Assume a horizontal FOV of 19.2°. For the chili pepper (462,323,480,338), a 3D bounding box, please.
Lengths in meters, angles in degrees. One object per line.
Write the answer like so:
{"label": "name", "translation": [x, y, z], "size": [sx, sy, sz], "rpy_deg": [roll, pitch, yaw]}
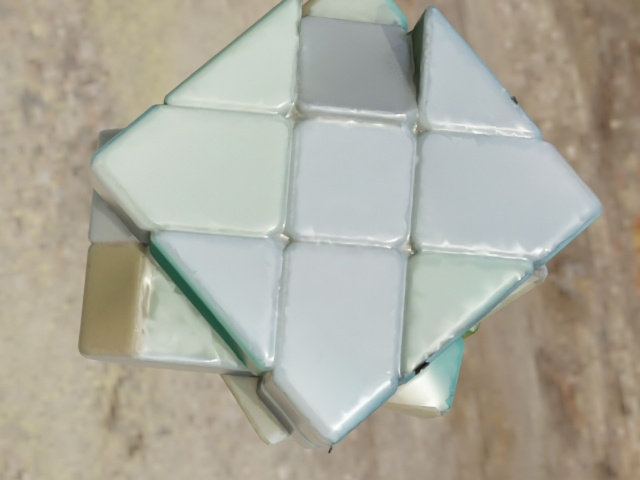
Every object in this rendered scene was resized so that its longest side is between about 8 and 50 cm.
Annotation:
{"label": "chili pepper", "translation": [0.100, 0.034, 1.654], "size": [0.099, 0.083, 0.253], "rpy_deg": [50, 2, -11]}

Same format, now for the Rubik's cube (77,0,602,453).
{"label": "Rubik's cube", "translation": [0.000, 0.000, 0.976], "size": [0.224, 0.265, 0.213], "rpy_deg": [51, -9, 1]}
